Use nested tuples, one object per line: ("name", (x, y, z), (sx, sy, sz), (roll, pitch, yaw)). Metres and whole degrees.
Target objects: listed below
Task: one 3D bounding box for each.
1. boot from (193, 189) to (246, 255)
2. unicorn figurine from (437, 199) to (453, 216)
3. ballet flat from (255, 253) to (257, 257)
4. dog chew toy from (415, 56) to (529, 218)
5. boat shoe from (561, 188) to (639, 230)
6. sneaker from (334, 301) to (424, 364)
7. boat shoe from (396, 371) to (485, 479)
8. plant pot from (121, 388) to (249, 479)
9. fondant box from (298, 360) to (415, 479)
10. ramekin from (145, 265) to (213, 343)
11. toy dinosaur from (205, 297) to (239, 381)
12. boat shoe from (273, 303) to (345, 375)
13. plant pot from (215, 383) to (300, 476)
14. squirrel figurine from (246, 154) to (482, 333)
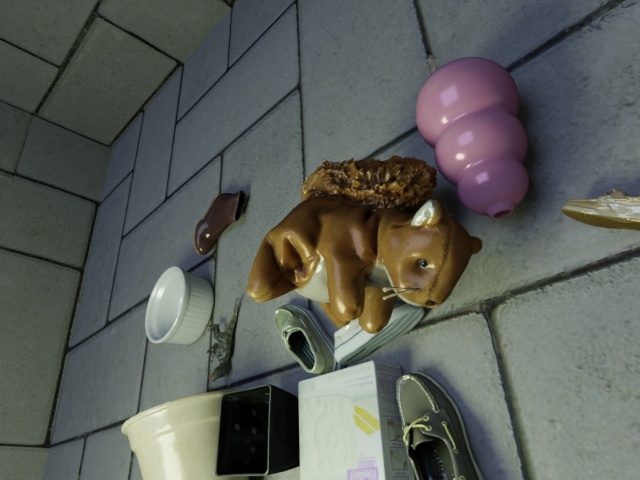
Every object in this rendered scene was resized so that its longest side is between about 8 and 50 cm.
("boot", (-0.370, -0.066, 1.754), (0.207, 0.090, 0.248), (-5, 65, 50))
("unicorn figurine", (0.223, -0.038, 1.088), (0.162, 0.060, 0.111), (-26, 47, 21))
("ballet flat", (-0.165, 0.042, 1.481), (0.213, 0.068, 0.072), (-53, 40, 17))
("dog chew toy", (0.313, -0.198, 0.953), (0.207, 0.207, 0.331), (-30, 59, 37))
("boat shoe", (0.490, -0.054, 0.780), (0.170, 0.063, 0.059), (14, 80, 42))
("sneaker", (0.114, 0.186, 1.066), (0.258, 0.094, 0.091), (-39, 51, 32))
("boat shoe", (0.207, 0.372, 0.867), (0.109, 0.091, 0.305), (-44, 44, 25))
("plant pot", (-0.313, 0.589, 1.222), (0.334, 0.334, 0.305), (-38, 58, 32))
("fondant box", (0.067, 0.442, 0.994), (0.238, 0.096, 0.330), (-29, 53, 39))
("ramekin", (-0.505, 0.242, 1.724), (0.277, 0.135, 0.277), (-25, 55, 41))
("toy dinosaur", (-0.320, 0.318, 1.536), (0.118, 0.064, 0.268), (-9, 63, 40))
("boat shoe", (-0.049, 0.243, 1.227), (0.302, 0.094, 0.109), (31, 97, 51))
("plant pot", (-0.124, 0.460, 1.145), (0.188, 0.167, 0.188), (-24, 56, 37))
("squirrel figurine", (0.111, -0.024, 0.930), (0.371, 0.281, 0.396), (-13, 55, 43))
